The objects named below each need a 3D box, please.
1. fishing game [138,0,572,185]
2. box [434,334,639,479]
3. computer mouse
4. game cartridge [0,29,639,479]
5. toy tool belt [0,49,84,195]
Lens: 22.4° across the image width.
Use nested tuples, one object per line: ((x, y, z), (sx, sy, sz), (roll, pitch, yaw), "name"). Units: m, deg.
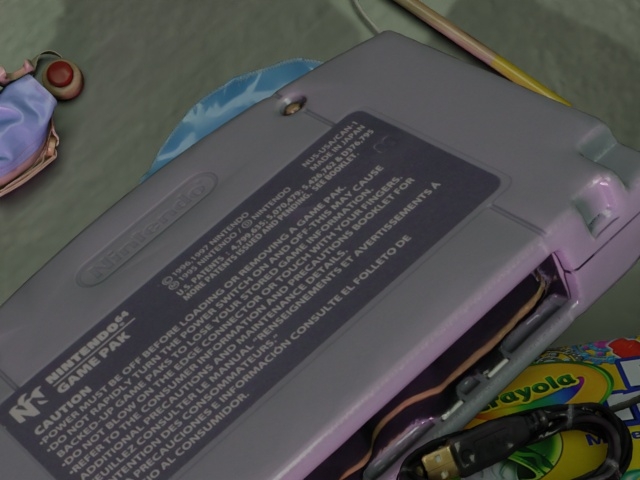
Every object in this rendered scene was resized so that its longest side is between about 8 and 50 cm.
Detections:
((0.000, 0.000, 0.760), (0.189, 0.041, 0.264), (40, 81, 11), "fishing game")
((0.200, 0.175, 0.583), (0.289, 0.177, 0.279), (-9, 33, -2), "box")
((0.133, 0.040, 0.602), (0.242, 0.041, 0.071), (-24, 36, -25), "computer mouse")
((-0.028, 0.035, 0.647), (0.294, 0.060, 0.196), (-40, 44, -15), "game cartridge")
((-0.146, -0.059, 0.765), (0.052, 0.051, 0.083), (40, 80, 8), "toy tool belt")
